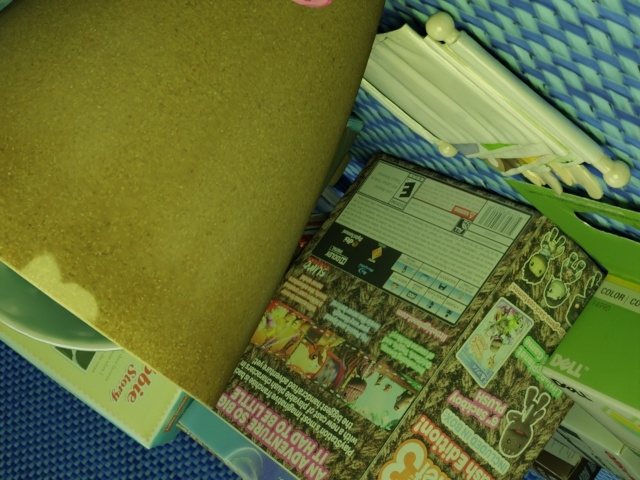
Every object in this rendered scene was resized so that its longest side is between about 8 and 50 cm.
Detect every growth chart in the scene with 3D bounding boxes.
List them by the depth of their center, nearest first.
[{"bbox_3d":[0.084,-0.086,0.863,0.172,0.021,0.237,38,173,-21],"label":"growth chart"}]

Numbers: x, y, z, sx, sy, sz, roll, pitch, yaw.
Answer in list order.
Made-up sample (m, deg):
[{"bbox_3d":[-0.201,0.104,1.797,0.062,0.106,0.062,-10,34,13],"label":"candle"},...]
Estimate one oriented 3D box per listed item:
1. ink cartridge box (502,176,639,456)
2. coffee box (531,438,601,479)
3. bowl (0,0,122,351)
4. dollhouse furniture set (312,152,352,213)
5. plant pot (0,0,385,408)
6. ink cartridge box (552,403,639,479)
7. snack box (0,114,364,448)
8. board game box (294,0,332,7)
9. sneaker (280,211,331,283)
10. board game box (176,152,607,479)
[{"bbox_3d":[0.228,0.077,0.931,0.255,0.097,0.188,39,172,-29],"label":"ink cartridge box"},{"bbox_3d":[0.237,0.204,1.698,0.246,0.098,0.141,33,172,25],"label":"coffee box"},{"bbox_3d":[-0.137,-0.079,1.024,0.311,0.312,0.163,34,-169,14],"label":"bowl"},{"bbox_3d":[-0.082,-0.022,1.359,0.286,0.198,0.303,29,170,48],"label":"dollhouse furniture set"},{"bbox_3d":[-0.079,-0.077,0.757,0.237,0.254,0.237,36,173,5],"label":"plant pot"},{"bbox_3d":[0.260,0.156,1.328,0.208,0.087,0.153,28,170,44],"label":"ink cartridge box"},{"bbox_3d":[-0.126,-0.011,1.140,0.187,0.322,0.060,34,-169,14],"label":"snack box"},{"bbox_3d":[-0.184,-0.263,0.481,0.389,0.050,0.390,23,159,30],"label":"board game box"},{"bbox_3d":[0.000,0.000,1.250,0.092,0.088,0.225,26,-154,38],"label":"sneaker"},{"bbox_3d":[0.064,0.103,1.096,0.141,0.291,0.232,41,172,-34],"label":"board game box"}]
